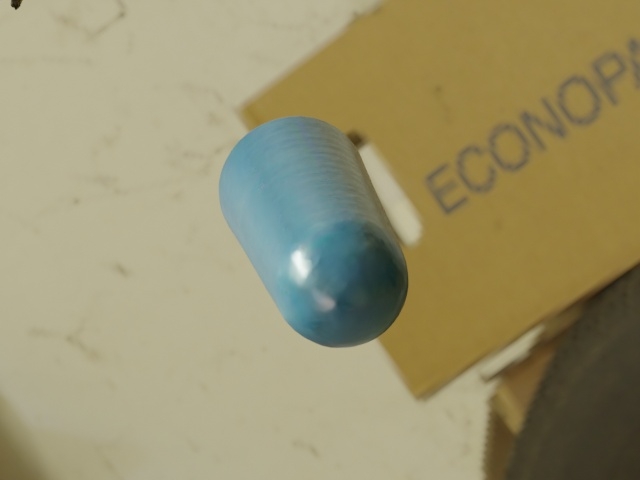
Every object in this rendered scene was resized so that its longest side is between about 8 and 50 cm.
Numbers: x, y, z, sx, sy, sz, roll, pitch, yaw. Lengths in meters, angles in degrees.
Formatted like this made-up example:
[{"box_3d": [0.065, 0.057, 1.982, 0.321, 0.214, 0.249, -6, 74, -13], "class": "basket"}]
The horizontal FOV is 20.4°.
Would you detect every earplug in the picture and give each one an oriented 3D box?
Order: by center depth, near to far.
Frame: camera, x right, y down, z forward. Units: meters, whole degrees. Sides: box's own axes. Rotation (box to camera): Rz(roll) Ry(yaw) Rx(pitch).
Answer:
[{"box_3d": [0.000, 0.000, 1.445, 0.132, 0.132, 0.273, -37, 23, 4], "class": "earplug"}]

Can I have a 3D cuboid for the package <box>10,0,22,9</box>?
[{"box_3d": [-0.176, -0.303, 1.215, 0.071, 0.194, 0.269, 7, 42, 13], "class": "package"}]
